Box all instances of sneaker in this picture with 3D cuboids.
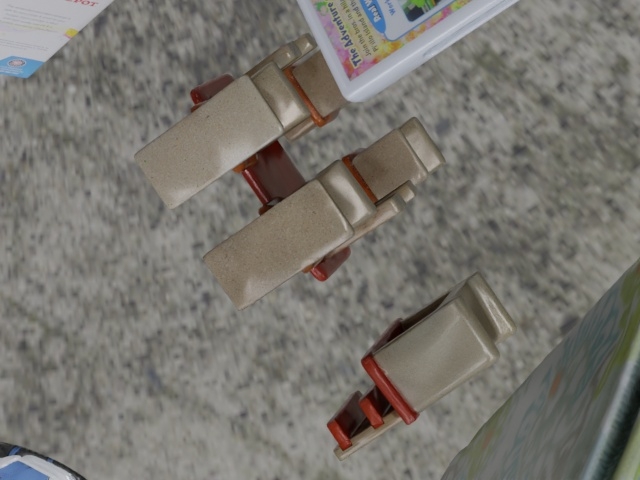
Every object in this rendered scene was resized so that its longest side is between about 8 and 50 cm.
[{"bbox_3d":[-0.186,0.237,1.403,0.211,0.080,0.081,39,80,-4],"label":"sneaker"}]

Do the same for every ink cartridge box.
[{"bbox_3d":[-0.221,-0.196,1.302,0.092,0.090,0.143,7,149,-43],"label":"ink cartridge box"}]

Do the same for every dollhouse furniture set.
[{"bbox_3d":[0.000,0.000,1.180,0.135,0.262,0.259,-34,92,20],"label":"dollhouse furniture set"}]

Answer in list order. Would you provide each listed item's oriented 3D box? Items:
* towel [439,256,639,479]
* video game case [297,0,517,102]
[{"bbox_3d":[0.073,0.187,0.698,0.090,0.320,0.374,28,152,0],"label":"towel"},{"bbox_3d":[0.036,-0.157,0.706,0.143,0.019,0.157,-32,74,25],"label":"video game case"}]
